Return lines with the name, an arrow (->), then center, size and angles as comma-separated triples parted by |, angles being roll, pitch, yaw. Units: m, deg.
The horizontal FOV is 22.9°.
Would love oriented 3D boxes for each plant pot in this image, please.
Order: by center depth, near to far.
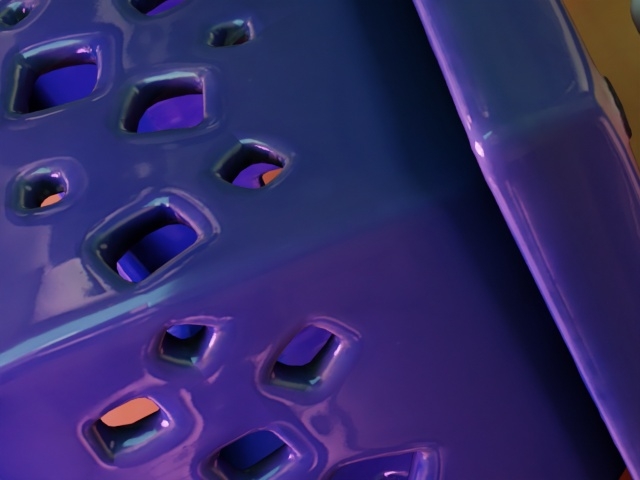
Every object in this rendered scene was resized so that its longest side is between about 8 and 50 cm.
plant pot -> 0.000, 0.000, 0.542 | 0.212, 0.236, 0.236 | -24, 43, 8

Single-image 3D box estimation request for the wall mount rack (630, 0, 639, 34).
wall mount rack -> 0.271, -0.034, 0.503 | 0.304, 0.130, 0.350 | -20, 60, 21
